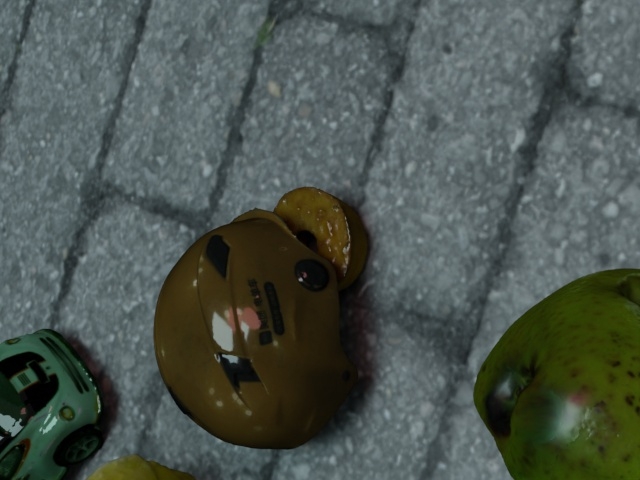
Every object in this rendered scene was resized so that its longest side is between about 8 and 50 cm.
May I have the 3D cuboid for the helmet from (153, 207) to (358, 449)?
[{"bbox_3d":[-0.077,0.088,1.697,0.198,0.130,0.224,-32,76,43],"label":"helmet"}]

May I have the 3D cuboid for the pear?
[{"bbox_3d":[0.224,0.108,1.417,0.164,0.255,0.238,-53,53,23],"label":"pear"}]

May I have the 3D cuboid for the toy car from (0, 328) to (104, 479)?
[{"bbox_3d":[-0.347,0.232,1.922,0.136,0.125,0.306,48,113,29],"label":"toy car"}]

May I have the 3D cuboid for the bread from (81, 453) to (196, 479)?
[{"bbox_3d":[-0.195,0.307,1.766,0.170,0.197,0.197,-18,75,47],"label":"bread"}]

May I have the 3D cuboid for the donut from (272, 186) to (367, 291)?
[{"bbox_3d":[0.000,0.000,1.727,0.108,0.043,0.097,39,112,33],"label":"donut"}]
